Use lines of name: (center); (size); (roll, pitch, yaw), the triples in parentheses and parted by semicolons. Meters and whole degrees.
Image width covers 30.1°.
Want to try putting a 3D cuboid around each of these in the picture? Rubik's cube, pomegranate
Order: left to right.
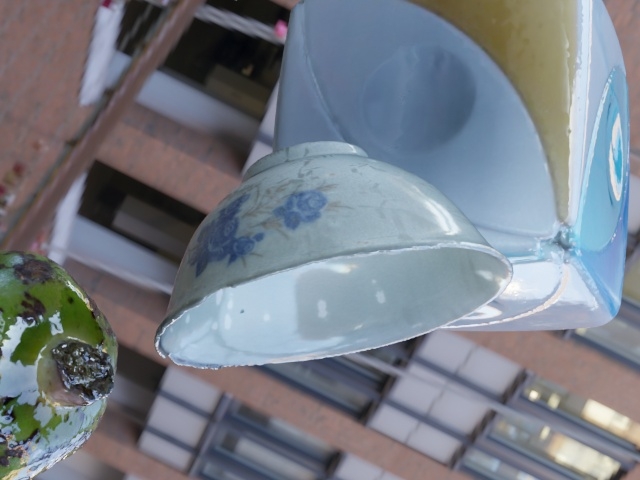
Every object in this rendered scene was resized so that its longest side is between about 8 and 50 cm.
pomegranate: (-0.323, 0.135, 1.244); (0.271, 0.254, 0.254); (-7, -139, 35)
Rubik's cube: (0.162, -0.093, 1.366); (0.351, 0.352, 0.347); (42, 52, -64)

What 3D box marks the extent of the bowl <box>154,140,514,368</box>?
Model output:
bowl: (0.000, 0.000, 1.041); (0.313, 0.314, 0.146); (117, -36, -68)
